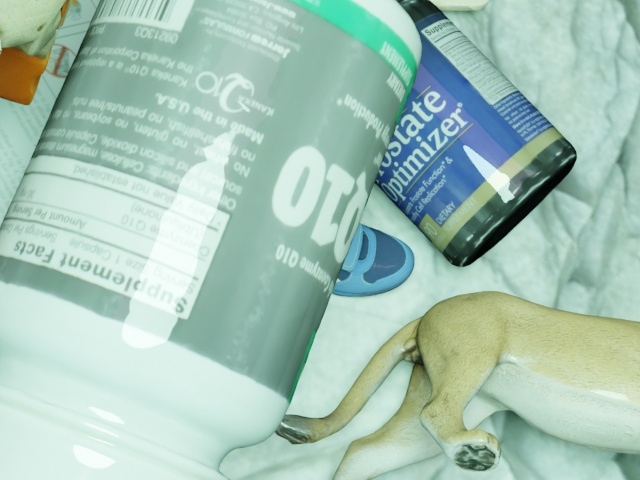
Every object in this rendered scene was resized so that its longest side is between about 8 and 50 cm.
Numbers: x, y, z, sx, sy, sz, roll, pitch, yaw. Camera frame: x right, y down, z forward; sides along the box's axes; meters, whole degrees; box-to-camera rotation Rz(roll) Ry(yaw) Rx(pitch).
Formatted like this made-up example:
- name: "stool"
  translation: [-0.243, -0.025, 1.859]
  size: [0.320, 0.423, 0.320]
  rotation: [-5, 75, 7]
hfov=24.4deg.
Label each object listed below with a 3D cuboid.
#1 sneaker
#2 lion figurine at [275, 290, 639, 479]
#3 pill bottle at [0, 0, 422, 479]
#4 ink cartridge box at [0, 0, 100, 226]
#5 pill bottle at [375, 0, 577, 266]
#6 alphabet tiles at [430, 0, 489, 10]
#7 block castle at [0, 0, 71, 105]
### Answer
- name: "sneaker"
  translation: [0.000, 0.000, 1.054]
  size: [0.144, 0.059, 0.053]
  rotation: [13, 63, -8]
- name: "lion figurine"
  translation: [0.179, 0.101, 1.006]
  size: [0.392, 0.142, 0.240]
  rotation: [16, 42, 1]
- name: "pill bottle"
  translation: [-0.089, 0.003, 0.913]
  size: [0.204, 0.204, 0.361]
  rotation: [22, 80, -3]
- name: "ink cartridge box"
  translation: [-0.269, -0.104, 1.045]
  size: [0.385, 0.091, 0.308]
  rotation: [-21, 72, -38]
- name: "pill bottle"
  translation: [0.070, -0.097, 1.077]
  size: [0.123, 0.123, 0.219]
  rotation: [-39, 80, -24]
- name: "alphabet tiles"
  translation: [0.039, -0.304, 1.214]
  size: [0.284, 0.021, 0.278]
  rotation: [-2, 65, -14]
- name: "block castle"
  translation: [-0.291, -0.222, 0.920]
  size: [0.303, 0.213, 0.453]
  rotation: [20, 51, -12]
